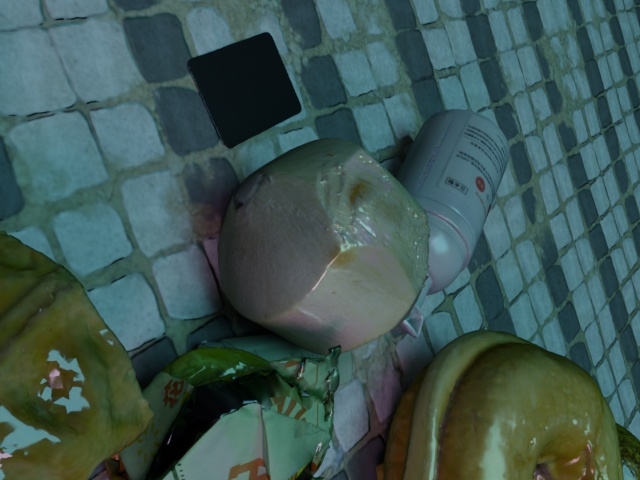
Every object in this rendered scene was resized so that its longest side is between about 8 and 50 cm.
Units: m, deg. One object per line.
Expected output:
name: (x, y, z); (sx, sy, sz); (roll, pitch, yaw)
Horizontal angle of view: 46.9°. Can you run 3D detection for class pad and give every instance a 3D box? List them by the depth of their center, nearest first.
pad: (-0.088, -0.186, 0.901); (0.157, 0.003, 0.112); (-37, 108, -46)

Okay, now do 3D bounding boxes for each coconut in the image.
coconut: (-0.001, 0.004, 0.801); (0.241, 0.241, 0.241); (13, 71, -45)

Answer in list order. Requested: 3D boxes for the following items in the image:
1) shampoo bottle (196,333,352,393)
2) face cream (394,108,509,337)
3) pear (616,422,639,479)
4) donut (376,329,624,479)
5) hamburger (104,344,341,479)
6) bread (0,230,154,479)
shampoo bottle: (-0.047, 0.141, 0.835); (0.212, 0.049, 0.072); (3, 81, -47)
face cream: (0.144, -0.017, 1.011); (0.145, 0.145, 0.370); (53, 48, -26)
pear: (0.444, 0.377, 1.206); (0.197, 0.197, 0.197); (13, 71, -45)
donut: (0.252, 0.341, 0.988); (0.449, 0.198, 0.449); (12, 72, -39)
hamburger: (-0.073, 0.180, 0.705); (0.214, 0.125, 0.235); (24, 98, -45)
bread: (-0.260, 0.127, 0.508); (0.252, 0.238, 0.196); (-43, 153, -40)
